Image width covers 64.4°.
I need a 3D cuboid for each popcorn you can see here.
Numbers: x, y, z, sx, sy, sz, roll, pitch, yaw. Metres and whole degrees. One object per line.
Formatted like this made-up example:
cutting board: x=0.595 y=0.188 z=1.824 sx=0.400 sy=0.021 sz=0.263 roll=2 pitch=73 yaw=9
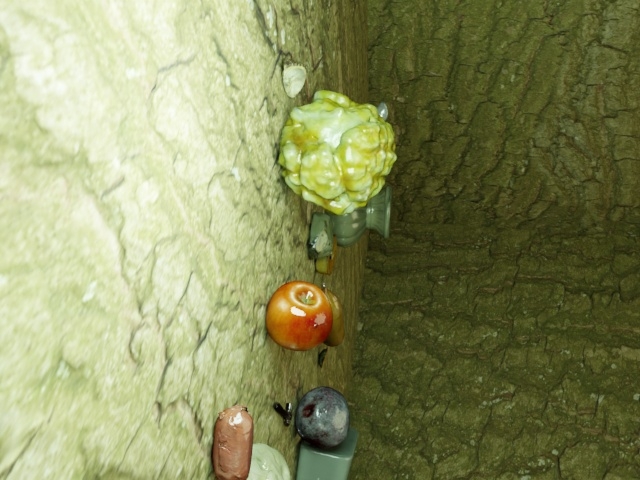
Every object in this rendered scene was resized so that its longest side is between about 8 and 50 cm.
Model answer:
popcorn: x=0.042 y=-0.218 z=1.221 sx=0.335 sy=0.279 sz=0.274 roll=-54 pitch=130 yaw=-49

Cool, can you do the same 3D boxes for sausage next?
sausage: x=0.026 y=0.264 z=1.782 sx=0.328 sy=0.112 sz=0.112 roll=82 pitch=15 yaw=-50
sausage: x=-0.152 y=0.355 z=0.886 sx=0.076 sy=0.076 sz=0.141 roll=-29 pitch=124 yaw=-79

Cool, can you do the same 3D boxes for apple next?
apple: x=-0.048 y=0.172 z=1.172 sx=0.163 sy=0.164 sz=0.139 roll=-73 pitch=175 yaw=-54

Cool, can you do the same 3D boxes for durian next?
durian: x=-0.059 y=-0.380 z=1.181 sx=0.130 sy=0.052 sz=0.066 roll=63 pitch=35 yaw=-73

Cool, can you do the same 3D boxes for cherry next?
cherry: x=0.006 y=0.556 z=1.613 sx=0.195 sy=0.195 sz=0.195 roll=4 pitch=90 yaw=-80

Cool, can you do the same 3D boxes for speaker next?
speaker: x=0.025 y=0.792 z=1.817 sx=0.406 sy=0.184 sz=0.184 roll=41 pitch=59 yaw=-79

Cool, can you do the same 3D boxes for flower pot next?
flower pot: x=0.158 y=-0.117 z=2.012 sx=0.307 sy=0.244 sz=0.307 roll=5 pitch=90 yaw=-81

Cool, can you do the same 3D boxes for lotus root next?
lotus root: x=0.004 y=0.001 z=1.658 sx=0.144 sy=0.070 sz=0.143 roll=-75 pitch=165 yaw=-48

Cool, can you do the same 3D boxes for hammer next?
hammer: x=-0.104 y=0.460 z=1.383 sx=0.178 sy=0.021 sz=0.065 roll=72 pitch=24 yaw=-60

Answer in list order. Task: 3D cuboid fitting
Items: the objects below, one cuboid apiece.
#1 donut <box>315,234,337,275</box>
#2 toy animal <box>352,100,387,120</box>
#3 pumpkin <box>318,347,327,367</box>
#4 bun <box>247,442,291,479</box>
donut: x=0.019 y=0.050 z=1.810 sx=0.152 sy=0.058 sz=0.151 roll=5 pitch=90 yaw=-80
toy animal: x=0.190 y=-0.420 z=2.229 sx=0.241 sy=0.196 sz=0.367 roll=17 pitch=79 yaw=-79
pumpkin: x=0.006 y=0.461 z=1.998 sx=0.050 sy=0.028 sz=0.083 roll=-3 pitch=106 yaw=-82
bun: x=-0.115 y=0.539 z=1.048 sx=0.237 sy=0.116 sz=0.209 roll=-58 pitch=152 yaw=-68
